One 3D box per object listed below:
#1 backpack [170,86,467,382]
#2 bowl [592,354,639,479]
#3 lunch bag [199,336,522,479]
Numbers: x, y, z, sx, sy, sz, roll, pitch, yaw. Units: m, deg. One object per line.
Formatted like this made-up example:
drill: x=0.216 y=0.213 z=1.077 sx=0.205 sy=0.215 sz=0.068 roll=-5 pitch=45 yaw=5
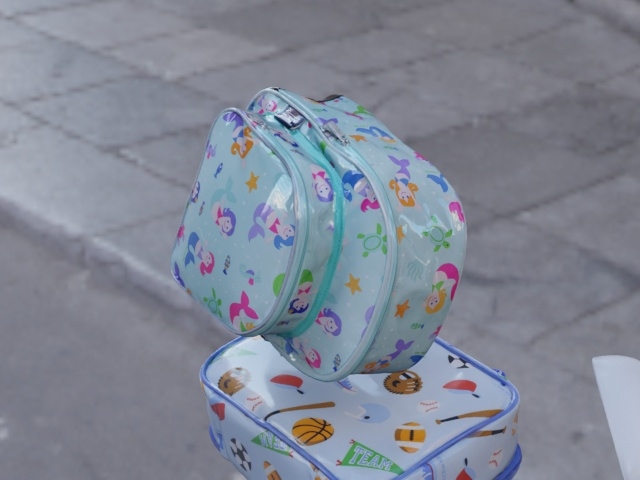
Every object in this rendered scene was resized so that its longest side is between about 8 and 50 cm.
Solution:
backpack: x=0.000 y=0.000 z=1.331 sx=0.191 sy=0.225 sz=0.253 roll=-4 pitch=33 yaw=-45
bowl: x=0.293 y=0.175 z=1.335 sx=0.053 sy=0.142 sz=0.142 roll=-17 pitch=62 yaw=14
lunch bag: x=0.045 y=0.170 z=1.458 sx=0.243 sy=0.115 sz=0.303 roll=-26 pitch=38 yaw=-29
